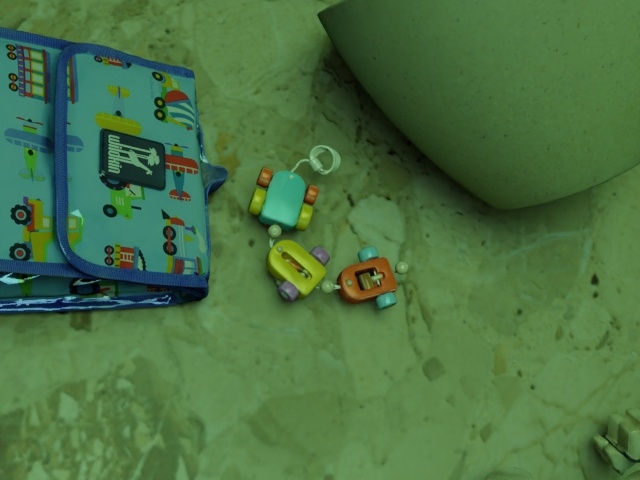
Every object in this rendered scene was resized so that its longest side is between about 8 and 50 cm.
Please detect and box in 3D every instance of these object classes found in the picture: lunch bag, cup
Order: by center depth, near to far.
[{"bbox_3d":[-0.223,-0.054,0.847,0.293,0.138,0.221,2,66,-27],"label":"lunch bag"},{"bbox_3d":[0.195,-0.170,0.910,0.331,0.331,0.237,-29,102,-24],"label":"cup"}]

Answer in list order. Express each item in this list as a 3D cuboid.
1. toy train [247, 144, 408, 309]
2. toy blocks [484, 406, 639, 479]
[{"bbox_3d":[0.000,0.000,0.909,0.125,0.046,0.166,-19,76,-22],"label":"toy train"},{"bbox_3d":[0.298,0.318,0.778,0.288,0.309,0.260,-14,105,-9],"label":"toy blocks"}]
